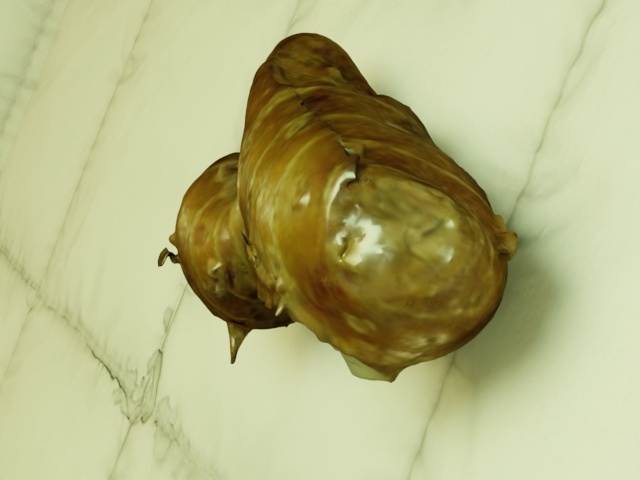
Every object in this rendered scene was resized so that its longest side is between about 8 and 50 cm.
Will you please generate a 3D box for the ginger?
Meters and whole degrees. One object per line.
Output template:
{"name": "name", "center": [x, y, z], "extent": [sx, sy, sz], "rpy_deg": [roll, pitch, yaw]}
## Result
{"name": "ginger", "center": [0.000, 0.000, 0.854], "extent": [0.254, 0.176, 0.418], "rpy_deg": [-66, 23, 12]}
